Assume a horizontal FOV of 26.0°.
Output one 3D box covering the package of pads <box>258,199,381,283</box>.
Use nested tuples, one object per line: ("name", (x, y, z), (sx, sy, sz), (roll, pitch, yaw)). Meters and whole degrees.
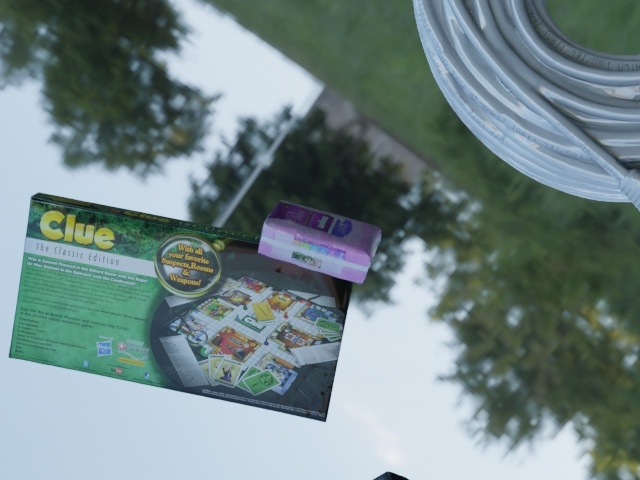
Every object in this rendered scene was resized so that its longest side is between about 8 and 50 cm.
("package of pads", (0.000, 0.000, 1.013), (0.083, 0.032, 0.050), (16, -155, 6))

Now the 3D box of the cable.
("cable", (0.185, -0.151, 0.820), (0.257, 0.257, 0.089), (32, 176, 15))

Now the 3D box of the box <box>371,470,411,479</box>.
("box", (0.030, 0.335, 1.282), (0.108, 0.207, 0.153), (34, -148, -42))

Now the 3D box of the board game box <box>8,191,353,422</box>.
("board game box", (-0.109, 0.052, 1.094), (0.260, 0.136, 0.030), (12, -166, 3))
